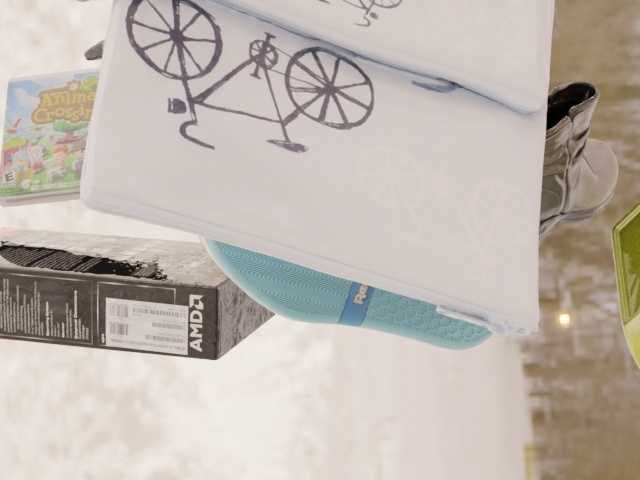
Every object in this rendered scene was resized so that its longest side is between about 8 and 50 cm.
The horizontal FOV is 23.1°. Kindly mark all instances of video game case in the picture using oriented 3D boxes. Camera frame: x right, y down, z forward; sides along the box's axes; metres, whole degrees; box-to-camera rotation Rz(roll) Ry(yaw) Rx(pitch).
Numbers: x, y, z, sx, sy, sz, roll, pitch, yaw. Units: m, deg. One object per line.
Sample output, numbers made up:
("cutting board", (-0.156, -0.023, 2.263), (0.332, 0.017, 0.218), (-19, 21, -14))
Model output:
("video game case", (-0.306, -0.139, 2.017), (0.023, 0.212, 0.193), (71, 15, -59))

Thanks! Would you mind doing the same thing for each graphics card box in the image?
("graphics card box", (-0.256, 0.056, 1.847), (0.233, 0.370, 0.094), (-35, 127, -72))

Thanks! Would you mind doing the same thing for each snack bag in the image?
("snack bag", (0.012, -0.129, 1.010), (0.037, 0.323, 0.343), (141, -38, -58))

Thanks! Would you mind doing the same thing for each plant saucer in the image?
("plant saucer", (0.353, 0.008, 1.573), (0.188, 0.045, 0.188), (-51, -153, 43))

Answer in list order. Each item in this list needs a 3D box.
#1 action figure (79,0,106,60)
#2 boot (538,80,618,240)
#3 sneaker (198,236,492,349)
("action figure", (-0.069, -0.212, 1.667), (0.179, 0.330, 0.341), (-66, 159, -3))
("boot", (0.266, -0.098, 1.653), (0.246, 0.083, 0.161), (-31, 146, -47))
("sneaker", (0.000, 0.000, 1.441), (0.127, 0.319, 0.208), (-64, -151, 5))
